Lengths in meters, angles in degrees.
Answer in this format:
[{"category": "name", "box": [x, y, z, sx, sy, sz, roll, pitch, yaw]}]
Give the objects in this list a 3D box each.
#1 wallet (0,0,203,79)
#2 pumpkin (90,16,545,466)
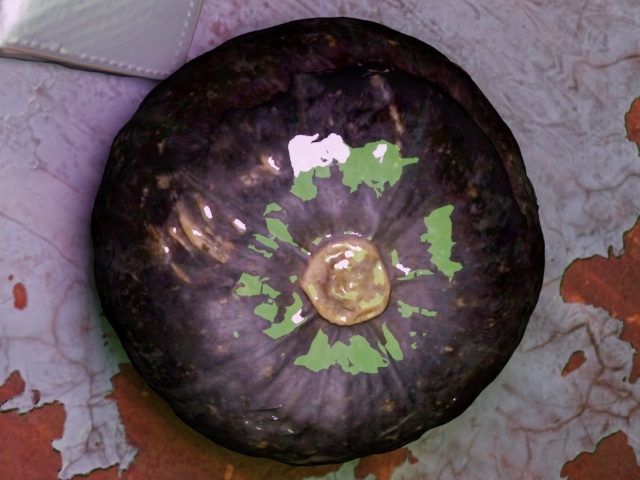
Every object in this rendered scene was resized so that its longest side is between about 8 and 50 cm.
[{"category": "wallet", "box": [-0.203, -0.340, 1.840, 0.252, 0.083, 0.360, 9, 95, -24]}, {"category": "pumpkin", "box": [0.000, 0.000, 1.857, 0.454, 0.344, 0.454, -3, 103, -12]}]
